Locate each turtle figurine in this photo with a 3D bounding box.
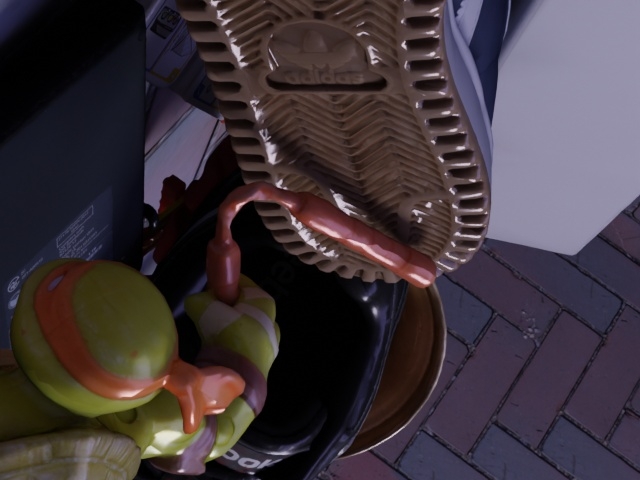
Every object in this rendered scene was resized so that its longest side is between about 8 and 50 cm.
[{"bbox_3d":[-0.090,0.068,0.401,0.270,0.087,0.217,-5,147,-51],"label":"turtle figurine"}]

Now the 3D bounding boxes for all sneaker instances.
[{"bbox_3d":[-0.054,0.073,0.576,0.276,0.098,0.135,-55,-168,15],"label":"sneaker"},{"bbox_3d":[0.012,-0.123,0.418,0.282,0.099,0.153,80,16,-56],"label":"sneaker"}]

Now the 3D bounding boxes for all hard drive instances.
[{"bbox_3d":[-0.092,-0.006,0.475,0.094,0.022,0.135,-47,162,-32],"label":"hard drive"}]

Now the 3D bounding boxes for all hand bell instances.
[{"bbox_3d":[0.000,0.000,0.755,0.126,0.126,0.242,-55,-172,19],"label":"hand bell"}]

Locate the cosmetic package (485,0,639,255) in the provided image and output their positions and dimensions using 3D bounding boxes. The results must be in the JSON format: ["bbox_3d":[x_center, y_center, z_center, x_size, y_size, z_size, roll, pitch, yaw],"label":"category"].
[{"bbox_3d":[0.131,-0.185,0.568,0.377,0.098,0.284,116,-16,-71],"label":"cosmetic package"}]

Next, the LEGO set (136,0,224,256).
[{"bbox_3d":[-0.088,-0.026,0.601,0.244,0.060,0.182,-56,164,5],"label":"LEGO set"}]

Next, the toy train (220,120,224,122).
[{"bbox_3d":[-0.003,-0.106,0.800,0.166,0.046,0.125,-55,175,-26],"label":"toy train"}]
